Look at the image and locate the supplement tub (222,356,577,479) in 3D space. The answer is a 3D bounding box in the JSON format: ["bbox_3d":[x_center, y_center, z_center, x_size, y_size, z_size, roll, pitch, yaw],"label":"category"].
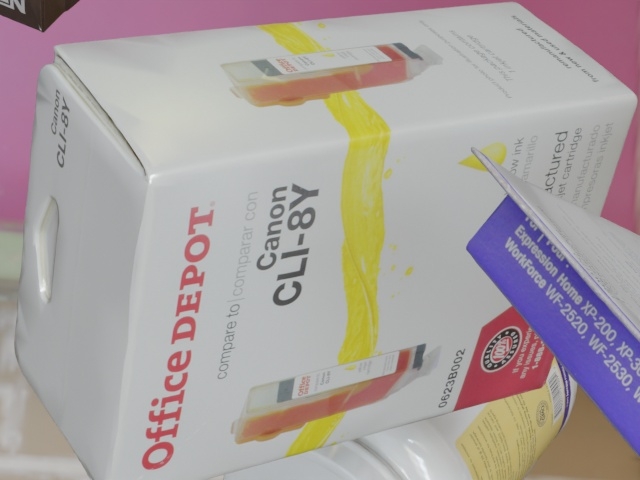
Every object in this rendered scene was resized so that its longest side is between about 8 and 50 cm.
[{"bbox_3d":[0.081,0.189,1.434,0.331,0.241,0.241,-40,150,-45],"label":"supplement tub"}]

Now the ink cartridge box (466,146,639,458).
[{"bbox_3d":[0.143,0.068,0.521,0.045,0.208,0.206,-46,-118,15],"label":"ink cartridge box"}]

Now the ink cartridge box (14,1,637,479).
[{"bbox_3d":[0.000,0.000,1.040,0.160,0.385,0.279,49,-42,41],"label":"ink cartridge box"}]

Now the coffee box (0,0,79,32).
[{"bbox_3d":[-0.355,-0.338,1.374,0.168,0.297,0.119,103,15,-45],"label":"coffee box"}]
